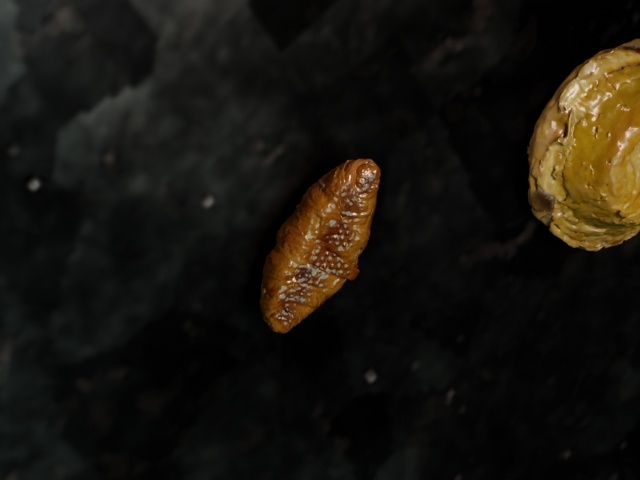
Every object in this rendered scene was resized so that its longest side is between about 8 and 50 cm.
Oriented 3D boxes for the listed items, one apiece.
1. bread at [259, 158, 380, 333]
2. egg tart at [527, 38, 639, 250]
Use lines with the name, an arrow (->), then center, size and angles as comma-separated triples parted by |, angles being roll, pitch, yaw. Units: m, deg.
bread -> 0.000, 0.000, 1.910 | 0.105, 0.076, 0.233 | 23, 107, -28
egg tart -> 0.395, -0.111, 2.102 | 0.294, 0.116, 0.295 | -15, 122, -26
